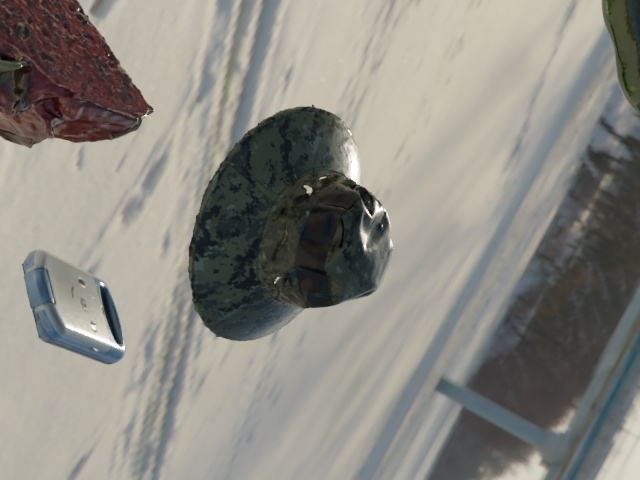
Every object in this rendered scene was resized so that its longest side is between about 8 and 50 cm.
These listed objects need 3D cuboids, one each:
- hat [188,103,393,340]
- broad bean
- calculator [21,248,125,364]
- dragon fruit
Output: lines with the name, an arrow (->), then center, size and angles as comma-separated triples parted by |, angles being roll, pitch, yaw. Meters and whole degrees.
hat -> 0.000, 0.000, 1.194 | 0.265, 0.128, 0.266 | -30, 130, -44
broad bean -> 0.306, -0.221, 1.136 | 0.046, 0.065, 0.255 | -164, -115, -77
calculator -> -0.303, 0.085, 1.450 | 0.039, 0.121, 0.210 | -23, 157, 12
dragon fruit -> -0.334, -0.194, 1.098 | 0.152, 0.317, 0.205 | -34, 178, 22
